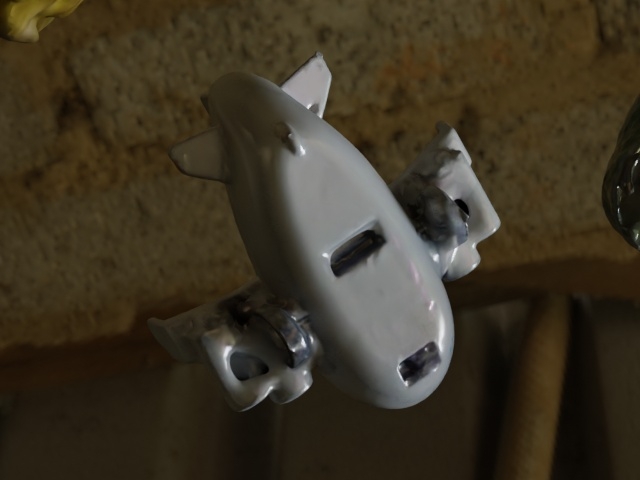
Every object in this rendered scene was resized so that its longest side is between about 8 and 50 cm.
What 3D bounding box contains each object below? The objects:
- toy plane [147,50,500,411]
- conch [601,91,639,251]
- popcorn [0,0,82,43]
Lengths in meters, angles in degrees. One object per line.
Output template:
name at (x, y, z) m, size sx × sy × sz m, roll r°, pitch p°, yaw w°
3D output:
toy plane at (0.000, 0.000, 1.030) m, size 0.244 × 0.245 × 0.117 m, roll -32°, pitch -168°, yaw -19°
conch at (0.413, -0.097, 1.650) m, size 0.277 × 0.195 × 0.220 m, roll -8°, pitch -115°, yaw -18°
popcorn at (-0.216, -0.219, 0.837) m, size 0.190 × 0.250 × 0.250 m, roll -53°, pitch -154°, yaw 25°
